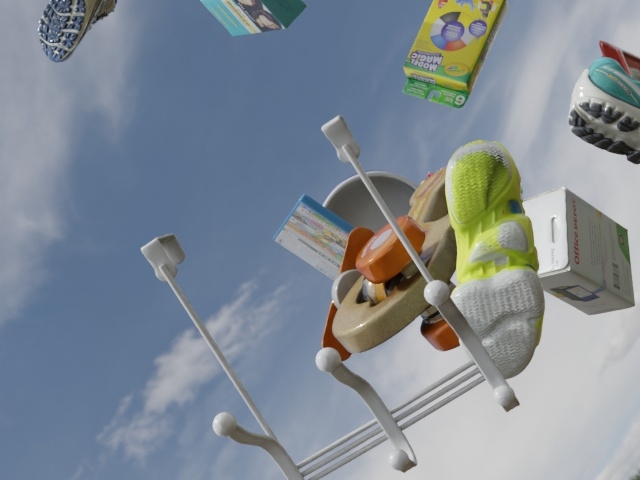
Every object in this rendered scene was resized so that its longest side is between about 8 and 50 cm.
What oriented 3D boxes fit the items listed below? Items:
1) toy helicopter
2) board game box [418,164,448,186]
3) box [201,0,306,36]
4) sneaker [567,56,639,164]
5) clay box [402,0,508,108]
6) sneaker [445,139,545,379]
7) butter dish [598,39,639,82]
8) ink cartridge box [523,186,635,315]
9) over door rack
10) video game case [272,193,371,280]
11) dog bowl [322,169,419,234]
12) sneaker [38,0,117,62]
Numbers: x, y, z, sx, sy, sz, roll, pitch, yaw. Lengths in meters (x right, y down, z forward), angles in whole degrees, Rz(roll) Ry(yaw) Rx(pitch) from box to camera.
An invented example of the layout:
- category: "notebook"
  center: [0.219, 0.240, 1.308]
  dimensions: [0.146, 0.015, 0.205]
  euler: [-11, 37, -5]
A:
- category: "toy helicopter"
  center: [0.108, 0.019, 0.952]
  dimensions: [0.235, 0.140, 0.355]
  euler: [-37, 13, 39]
- category: "board game box"
  center: [0.243, -0.123, 1.746]
  dimensions: [0.168, 0.033, 0.133]
  euler: [-49, 11, 9]
- category: "box"
  center: [-0.128, -0.436, 1.352]
  dimensions: [0.100, 0.244, 0.060]
  euler: [44, -101, -28]
- category: "sneaker"
  center: [0.463, -0.153, 0.980]
  dimensions: [0.110, 0.275, 0.107]
  euler: [-66, 10, -21]
- category: "clay box"
  center: [0.243, -0.360, 1.352]
  dimensions: [0.222, 0.128, 0.053]
  euler: [-65, -22, -10]
- category: "sneaker"
  center: [0.183, 0.015, 0.759]
  dimensions: [0.126, 0.091, 0.240]
  euler: [-28, -65, -71]
- category: "butter dish"
  center: [0.503, -0.234, 1.244]
  dimensions: [0.160, 0.160, 0.118]
  euler: [9, -31, -36]
- category: "ink cartridge box"
  center: [0.443, 0.022, 1.270]
  dimensions: [0.212, 0.093, 0.154]
  euler: [25, -121, -37]
- category: "over door rack"
  center: [-0.006, 0.070, 0.679]
  dimensions: [0.240, 0.324, 0.108]
  euler: [-33, -12, 7]
- category: "video game case"
  center: [0.000, 0.000, 1.080]
  dimensions: [0.015, 0.119, 0.166]
  euler: [-57, 4, -25]
- category: "dog bowl"
  center: [0.124, -0.024, 1.634]
  dimensions: [0.264, 0.265, 0.104]
  euler: [-58, 3, 8]
- category: "sneaker"
  center: [-0.236, -0.240, 0.754]
  dimensions: [0.135, 0.052, 0.058]
  euler: [-60, -19, 9]
